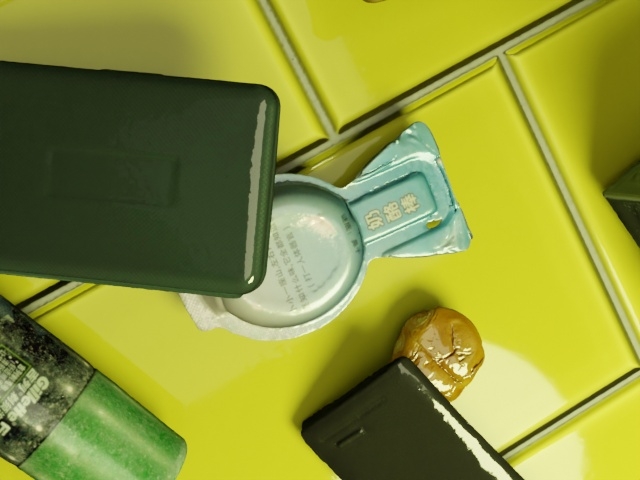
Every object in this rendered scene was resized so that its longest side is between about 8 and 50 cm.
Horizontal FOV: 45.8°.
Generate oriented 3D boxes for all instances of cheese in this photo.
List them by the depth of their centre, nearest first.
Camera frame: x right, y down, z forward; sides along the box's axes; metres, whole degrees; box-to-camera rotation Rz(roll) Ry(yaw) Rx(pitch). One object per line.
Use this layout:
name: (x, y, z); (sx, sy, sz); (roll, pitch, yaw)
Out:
cheese: (0.000, 0.000, 0.624); (0.244, 0.052, 0.135); (-24, 101, -8)

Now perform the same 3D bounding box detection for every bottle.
bottle: (-0.251, 0.090, 0.563); (0.330, 0.093, 0.093); (41, 87, -12)

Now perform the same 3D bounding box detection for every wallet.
wallet: (0.105, 0.215, 0.657); (0.124, 0.025, 0.244); (-39, 102, 19)

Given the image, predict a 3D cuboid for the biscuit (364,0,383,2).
biscuit: (0.076, -0.273, 0.587); (0.183, 0.039, 0.174); (-25, 104, -35)

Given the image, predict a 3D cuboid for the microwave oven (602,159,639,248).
microwave oven: (0.424, 0.014, 0.643); (0.237, 0.181, 0.295); (-39, 101, -3)

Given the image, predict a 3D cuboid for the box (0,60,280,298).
box: (-0.148, -0.045, 0.563); (0.230, 0.050, 0.160); (6, 93, 4)

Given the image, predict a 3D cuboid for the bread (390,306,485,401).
bread: (0.099, 0.100, 0.657); (0.083, 0.046, 0.081); (-27, 98, -6)
